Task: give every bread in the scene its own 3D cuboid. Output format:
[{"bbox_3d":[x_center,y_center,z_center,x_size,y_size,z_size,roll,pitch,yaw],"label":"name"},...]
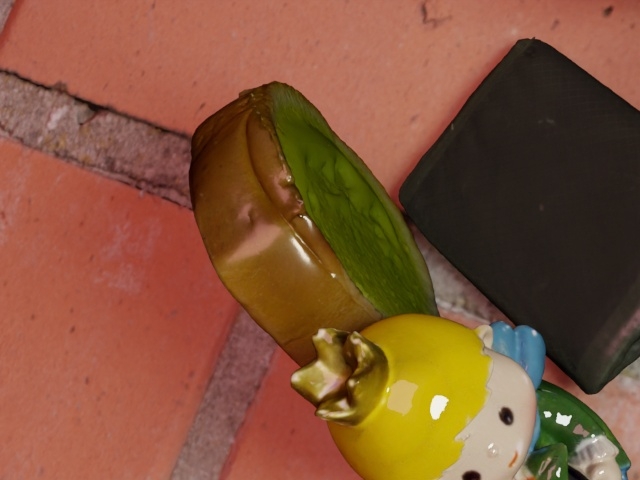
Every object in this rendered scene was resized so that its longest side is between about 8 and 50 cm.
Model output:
[{"bbox_3d":[0.000,0.000,1.043,0.070,0.236,0.236,-32,57,16],"label":"bread"}]

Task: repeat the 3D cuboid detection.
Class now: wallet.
[{"bbox_3d":[0.167,-0.025,1.055,0.168,0.052,0.245,-50,47,9],"label":"wallet"}]

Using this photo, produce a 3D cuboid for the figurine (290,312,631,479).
[{"bbox_3d":[0.098,0.133,0.921,0.127,0.234,0.185,-36,55,14],"label":"figurine"}]
